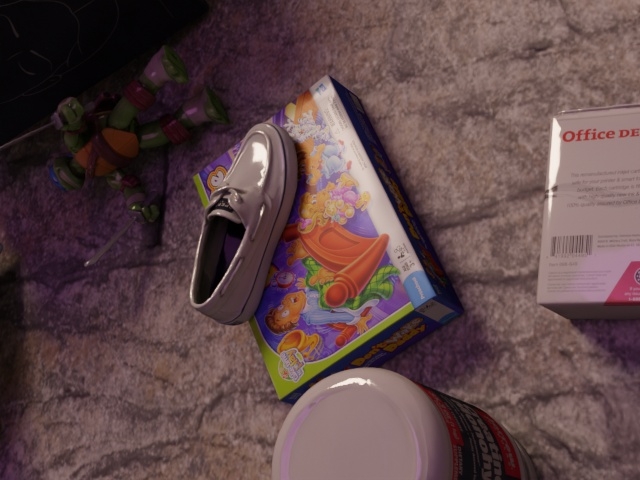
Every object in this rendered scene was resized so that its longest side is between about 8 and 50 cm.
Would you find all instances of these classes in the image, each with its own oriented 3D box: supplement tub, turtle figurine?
[{"bbox_3d":[0.094,0.244,1.221,0.191,0.272,0.191,-11,68,30],"label":"supplement tub"},{"bbox_3d":[-0.267,-0.120,1.640,0.266,0.274,0.198,-36,92,13],"label":"turtle figurine"}]

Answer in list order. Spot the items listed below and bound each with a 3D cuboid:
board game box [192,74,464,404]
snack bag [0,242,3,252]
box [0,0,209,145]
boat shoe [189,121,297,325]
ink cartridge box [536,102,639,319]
[{"bbox_3d":[0.000,0.000,1.490,0.233,0.078,0.347,-36,57,18],"label":"board game box"},{"bbox_3d":[-0.642,0.110,1.716,0.342,0.037,0.323,-6,35,8],"label":"snack bag"},{"bbox_3d":[-0.486,-0.409,1.643,0.471,0.480,0.297,-31,59,4],"label":"box"},{"bbox_3d":[-0.096,-0.028,1.461,0.095,0.084,0.258,1,75,34],"label":"boat shoe"},{"bbox_3d":[0.324,-0.029,1.280,0.158,0.092,0.218,-2,74,33],"label":"ink cartridge box"}]
